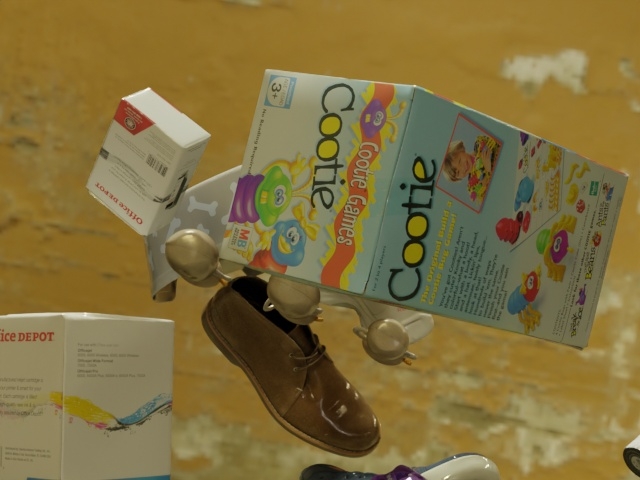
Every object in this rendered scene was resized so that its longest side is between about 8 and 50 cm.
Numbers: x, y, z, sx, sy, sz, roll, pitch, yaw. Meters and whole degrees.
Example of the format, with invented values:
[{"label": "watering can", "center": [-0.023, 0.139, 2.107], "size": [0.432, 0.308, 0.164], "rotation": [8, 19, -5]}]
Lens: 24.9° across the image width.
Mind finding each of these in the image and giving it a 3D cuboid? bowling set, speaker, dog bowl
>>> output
[{"label": "bowling set", "center": [0.000, 0.000, 1.503], "size": [0.287, 0.200, 0.154], "rotation": [26, -9, 5]}, {"label": "speaker", "center": [0.482, 0.270, 2.012], "size": [0.136, 0.055, 0.055], "rotation": [-34, 27, -29]}, {"label": "dog bowl", "center": [-0.076, -0.029, 1.905], "size": [0.348, 0.102, 0.349], "rotation": [-22, -7, -3]}]

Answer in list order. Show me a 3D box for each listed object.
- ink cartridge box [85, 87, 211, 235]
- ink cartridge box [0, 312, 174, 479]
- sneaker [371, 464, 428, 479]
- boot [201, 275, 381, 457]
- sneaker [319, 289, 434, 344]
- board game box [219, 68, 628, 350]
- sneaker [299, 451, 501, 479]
[{"label": "ink cartridge box", "center": [-0.199, -0.090, 1.666], "size": [0.099, 0.135, 0.056], "rotation": [39, 35, 14]}, {"label": "ink cartridge box", "center": [-0.284, 0.201, 1.667], "size": [0.171, 0.233, 0.168], "rotation": [-3, -6, 42]}, {"label": "sneaker", "center": [0.086, 0.273, 1.361], "size": [0.095, 0.105, 0.236], "rotation": [-21, 6, -2]}, {"label": "boot", "center": [-0.029, 0.170, 1.956], "size": [0.305, 0.112, 0.115], "rotation": [43, -35, 2]}, {"label": "sneaker", "center": [0.044, 0.023, 1.613], "size": [0.090, 0.115, 0.232], "rotation": [-25, 33, -26]}, {"label": "board game box", "center": [0.083, -0.019, 1.065], "size": [0.142, 0.144, 0.275], "rotation": [13, -2, 42]}, {"label": "sneaker", "center": [0.052, 0.305, 1.688], "size": [0.350, 0.148, 0.131], "rotation": [-34, -48, 26]}]
